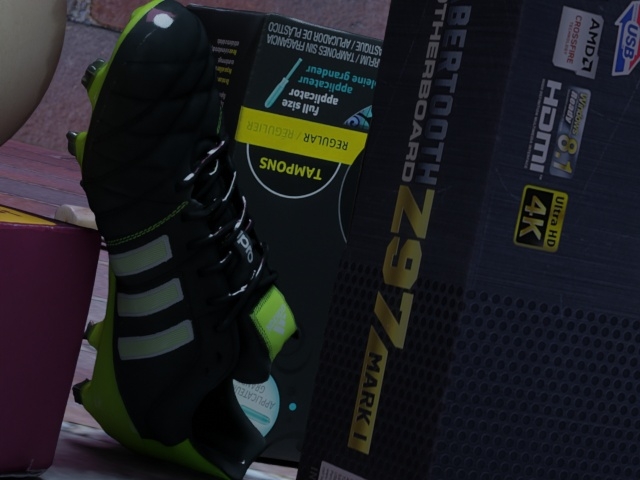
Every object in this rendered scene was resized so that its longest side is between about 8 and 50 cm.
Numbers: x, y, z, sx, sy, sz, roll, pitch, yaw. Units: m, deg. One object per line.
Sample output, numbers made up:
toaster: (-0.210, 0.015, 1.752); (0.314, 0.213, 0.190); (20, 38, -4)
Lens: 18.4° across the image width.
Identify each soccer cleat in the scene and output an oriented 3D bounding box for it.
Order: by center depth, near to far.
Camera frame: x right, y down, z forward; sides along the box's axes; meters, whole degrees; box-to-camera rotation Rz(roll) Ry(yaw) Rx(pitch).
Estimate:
soccer cleat: (-0.040, 0.003, 0.633); (0.072, 0.179, 0.060); (22, 43, 19)

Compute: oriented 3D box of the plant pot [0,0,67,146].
plant pot: (-0.302, -0.114, 1.160); (0.256, 0.257, 0.274); (13, 20, 0)

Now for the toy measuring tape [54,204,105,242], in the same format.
toy measuring tape: (-0.044, -0.022, 1.358); (0.330, 0.121, 0.121); (15, 4, 35)

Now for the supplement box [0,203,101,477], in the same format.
supplement box: (-0.176, 0.011, 0.601); (0.188, 0.081, 0.104); (15, 4, 26)

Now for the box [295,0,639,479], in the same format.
box: (0.097, 0.004, 0.469); (0.183, 0.233, 0.059); (12, 1, -31)

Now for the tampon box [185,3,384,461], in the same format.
tampon box: (0.000, 0.000, 0.765); (0.120, 0.161, 0.101); (10, 5, -21)
